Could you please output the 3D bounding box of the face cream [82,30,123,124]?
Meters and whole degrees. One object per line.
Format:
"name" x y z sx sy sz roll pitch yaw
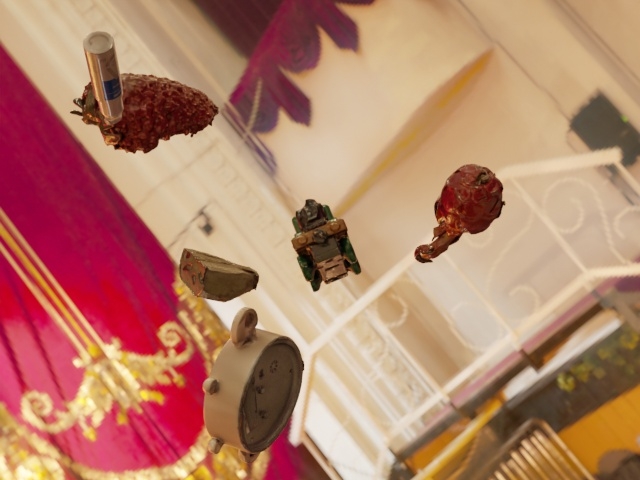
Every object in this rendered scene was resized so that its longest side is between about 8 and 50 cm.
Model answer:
"face cream" -0.239 -0.177 1.086 0.034 0.034 0.130 -35 -22 -23

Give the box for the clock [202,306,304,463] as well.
"clock" -0.081 0.189 1.220 0.155 0.063 0.229 -40 -45 -53

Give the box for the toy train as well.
"toy train" 0.000 0.000 1.565 0.091 0.136 0.227 -23 -19 0

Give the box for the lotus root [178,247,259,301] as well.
"lotus root" -0.190 0.076 1.854 0.143 0.144 0.070 38 112 66

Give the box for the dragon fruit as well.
"dragon fruit" 0.198 -0.037 1.401 0.094 0.094 0.190 -29 -21 -45

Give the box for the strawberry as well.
"strawberry" -0.264 -0.222 1.492 0.208 0.167 0.087 -30 -31 -33
